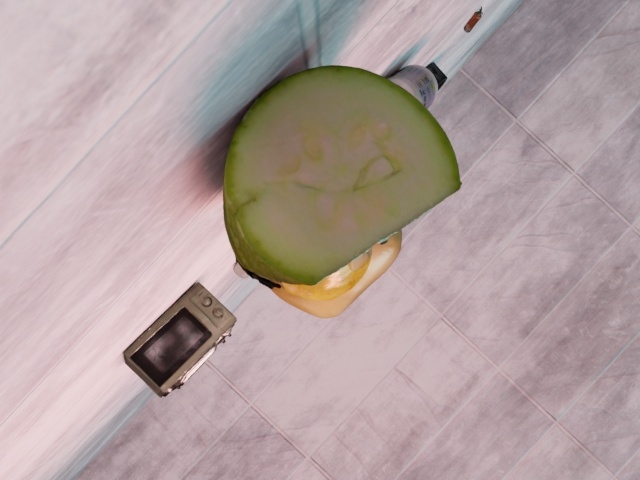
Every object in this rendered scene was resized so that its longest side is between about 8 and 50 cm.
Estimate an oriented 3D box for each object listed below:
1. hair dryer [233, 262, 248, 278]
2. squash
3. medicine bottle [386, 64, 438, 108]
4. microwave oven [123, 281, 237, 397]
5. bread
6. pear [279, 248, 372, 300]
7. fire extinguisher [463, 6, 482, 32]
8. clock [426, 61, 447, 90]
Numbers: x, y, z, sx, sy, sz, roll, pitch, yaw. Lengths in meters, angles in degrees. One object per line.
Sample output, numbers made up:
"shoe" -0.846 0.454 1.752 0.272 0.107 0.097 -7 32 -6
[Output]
"hair dryer" -0.171 0.038 1.611 0.082 0.047 0.137 -48 -176 25
"squash" -0.011 -0.045 0.739 0.234 0.210 0.309 -34 171 -15
"medicine bottle" 0.165 -0.288 1.252 0.103 0.103 0.186 -48 178 38
"microwave oven" -0.285 0.211 1.271 0.205 0.129 0.163 -46 177 -23
"bread" 0.016 0.017 1.700 0.376 0.253 0.348 -46 -136 23
"pear" 0.000 0.000 1.412 0.271 0.271 0.271 -47 179 -1
"fire extinguisher" 0.422 -0.608 1.698 0.083 0.022 0.028 129 -34 -66
"clock" 0.249 -0.386 1.833 0.319 0.066 0.319 -47 178 -2
